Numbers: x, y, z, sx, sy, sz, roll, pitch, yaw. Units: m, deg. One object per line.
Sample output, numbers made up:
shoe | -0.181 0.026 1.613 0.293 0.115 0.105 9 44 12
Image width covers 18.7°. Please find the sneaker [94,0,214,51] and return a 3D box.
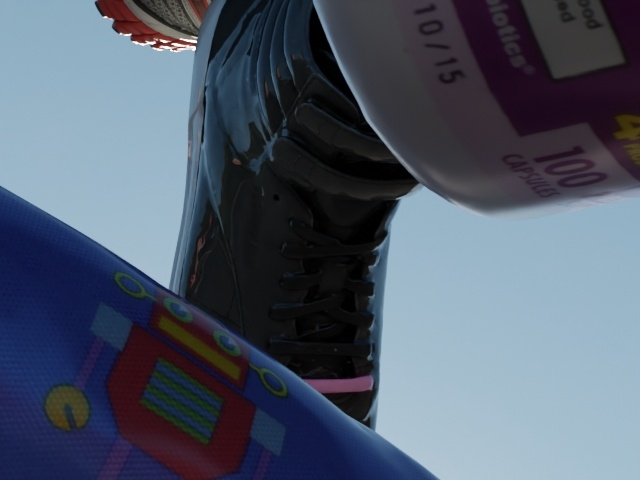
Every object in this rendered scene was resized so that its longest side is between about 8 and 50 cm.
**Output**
sneaker | -0.008 -0.127 1.038 0.225 0.088 0.093 7 -15 -38

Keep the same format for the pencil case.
pencil case | -0.068 0.073 0.502 0.306 0.119 0.133 34 -57 -16

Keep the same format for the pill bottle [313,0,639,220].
pill bottle | 0.156 -0.111 0.472 0.302 0.169 0.169 -12 -39 29

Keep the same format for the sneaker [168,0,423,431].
sneaker | 0.000 0.000 0.892 0.105 0.295 0.147 4 -12 -23
